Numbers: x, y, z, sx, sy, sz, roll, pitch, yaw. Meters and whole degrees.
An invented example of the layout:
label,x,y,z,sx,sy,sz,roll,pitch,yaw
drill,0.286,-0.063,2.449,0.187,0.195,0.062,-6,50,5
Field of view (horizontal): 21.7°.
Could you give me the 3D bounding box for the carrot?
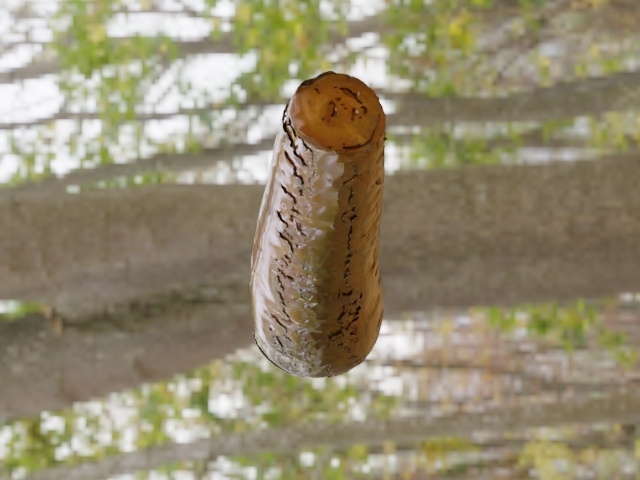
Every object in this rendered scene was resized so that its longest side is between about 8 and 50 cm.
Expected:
label,x,y,z,sx,sy,sz,roll,pitch,yaw
carrot,0.000,0.000,0.625,0.161,0.055,0.055,93,-179,-60
